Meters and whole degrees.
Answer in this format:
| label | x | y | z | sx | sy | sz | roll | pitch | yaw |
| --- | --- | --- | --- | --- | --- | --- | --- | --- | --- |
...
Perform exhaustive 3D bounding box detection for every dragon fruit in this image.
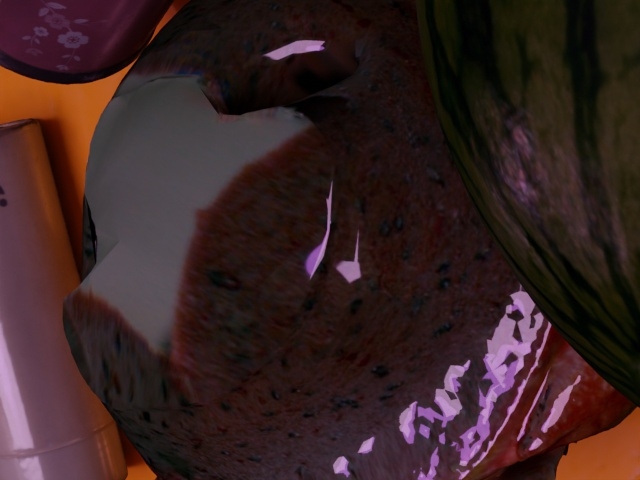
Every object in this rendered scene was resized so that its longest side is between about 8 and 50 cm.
| label | x | y | z | sx | sy | sz | roll | pitch | yaw |
| --- | --- | --- | --- | --- | --- | --- | --- | --- | --- |
| dragon fruit | 0.000 | 0.000 | 0.623 | 0.295 | 0.130 | 0.268 | 7 | 96 | 48 |

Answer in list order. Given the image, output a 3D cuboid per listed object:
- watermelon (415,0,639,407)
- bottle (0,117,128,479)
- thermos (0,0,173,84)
| label | x | y | z | sx | sy | sz | roll | pitch | yaw |
| --- | --- | --- | --- | --- | --- | --- | --- | --- | --- |
| watermelon | 0.130 | -0.032 | 0.394 | 0.331 | 0.189 | 0.331 | 50 | 167 | 16 |
| bottle | -0.160 | 0.040 | 0.831 | 0.072 | 0.072 | 0.201 | -7 | 100 | 41 |
| thermos | -0.045 | -0.185 | 0.602 | 0.330 | 0.136 | 0.109 | 136 | 141 | -53 |
